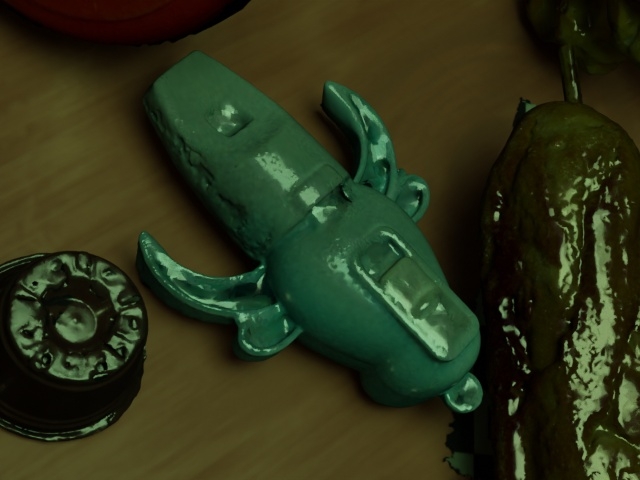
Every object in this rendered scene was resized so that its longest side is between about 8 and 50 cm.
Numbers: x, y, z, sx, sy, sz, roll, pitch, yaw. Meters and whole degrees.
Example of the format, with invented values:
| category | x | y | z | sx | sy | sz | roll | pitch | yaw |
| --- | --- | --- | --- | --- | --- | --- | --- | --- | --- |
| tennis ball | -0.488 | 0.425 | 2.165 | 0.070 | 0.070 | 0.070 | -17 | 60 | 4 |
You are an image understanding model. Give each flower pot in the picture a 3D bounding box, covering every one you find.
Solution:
| category | x | y | z | sx | sy | sz | roll | pitch | yaw |
| --- | --- | --- | --- | --- | --- | --- | --- | --- | --- |
| flower pot | -0.136 | 0.048 | 0.655 | 0.111 | 0.089 | 0.111 | 7 | 70 | -21 |

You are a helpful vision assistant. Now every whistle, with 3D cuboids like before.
| category | x | y | z | sx | sy | sz | roll | pitch | yaw |
| --- | --- | --- | --- | --- | --- | --- | --- | --- | --- |
| whistle | 0.000 | 0.000 | 0.733 | 0.274 | 0.093 | 0.186 | 48 | 62 | 1 |

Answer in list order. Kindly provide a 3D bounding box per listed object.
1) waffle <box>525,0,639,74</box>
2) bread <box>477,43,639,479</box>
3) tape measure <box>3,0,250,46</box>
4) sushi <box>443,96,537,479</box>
| category | x | y | z | sx | sy | sz | roll | pitch | yaw |
| --- | --- | --- | --- | --- | --- | --- | --- | --- | --- |
| waffle | 0.240 | -0.279 | 0.829 | 0.151 | 0.261 | 0.324 | 4 | 74 | -30 |
| bread | 0.163 | 0.041 | 0.743 | 0.124 | 0.084 | 0.344 | 5 | 77 | -29 |
| tape measure | -0.124 | -0.234 | 0.673 | 0.260 | 0.253 | 0.114 | 59 | 36 | -20 |
| sushi | 0.195 | 0.050 | 0.824 | 0.192 | 0.043 | 0.279 | 25 | 65 | -14 |
